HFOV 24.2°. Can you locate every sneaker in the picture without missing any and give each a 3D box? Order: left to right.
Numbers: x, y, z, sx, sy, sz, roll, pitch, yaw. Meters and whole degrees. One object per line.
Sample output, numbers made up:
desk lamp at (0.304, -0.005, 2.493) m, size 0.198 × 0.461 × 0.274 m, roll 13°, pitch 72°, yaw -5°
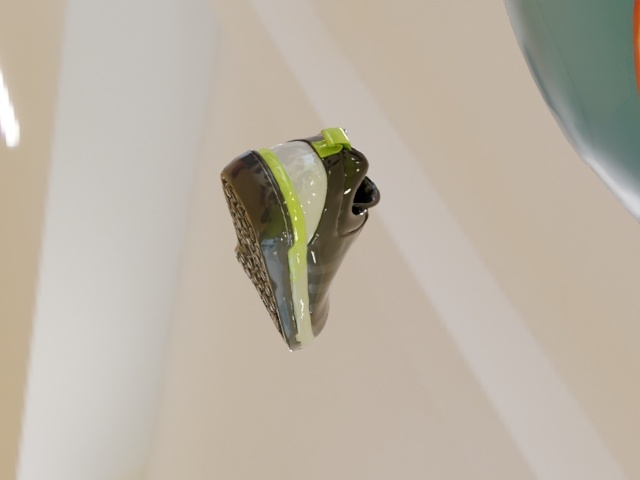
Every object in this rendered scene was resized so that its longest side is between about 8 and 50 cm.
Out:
sneaker at (0.000, 0.000, 0.978) m, size 0.084 × 0.097 × 0.235 m, roll 59°, pitch -10°, yaw 20°

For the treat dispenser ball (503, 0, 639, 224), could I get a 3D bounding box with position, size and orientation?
treat dispenser ball at (0.183, -0.104, 0.364) m, size 0.288 × 0.288 × 0.288 m, roll 176°, pitch -90°, yaw -68°
